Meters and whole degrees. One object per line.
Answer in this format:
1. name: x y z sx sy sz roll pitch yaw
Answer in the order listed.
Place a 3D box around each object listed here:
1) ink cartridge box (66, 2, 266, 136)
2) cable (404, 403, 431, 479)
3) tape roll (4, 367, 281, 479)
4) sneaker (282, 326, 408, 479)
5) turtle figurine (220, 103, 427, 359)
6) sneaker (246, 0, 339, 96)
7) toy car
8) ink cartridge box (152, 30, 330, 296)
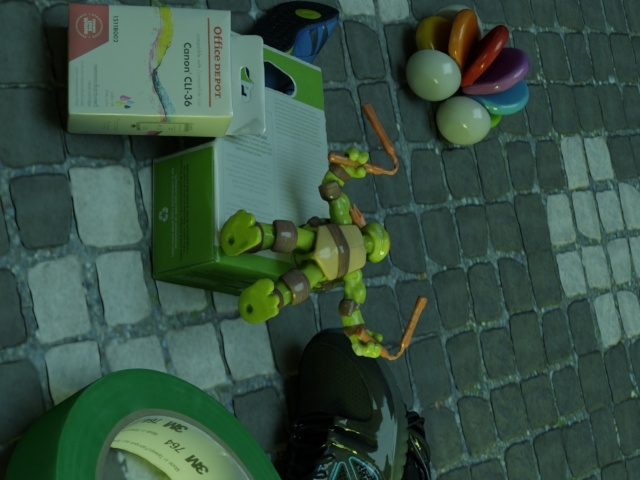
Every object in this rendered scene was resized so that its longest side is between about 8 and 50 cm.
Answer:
1. ink cartridge box: -0.148 -0.166 1.404 0.198 0.067 0.115 0 76 -12
2. cable: 0.092 0.280 1.679 0.184 0.047 0.150 -51 120 -47
3. tape roll: -0.139 0.275 1.290 0.321 0.077 0.321 39 34 -33
4. sneaker: 0.011 0.257 1.523 0.140 0.125 0.340 12 70 -48
5. turtle figurine: 0.000 0.000 1.457 0.217 0.087 0.269 -10 96 -44
6. sneaker: -0.038 -0.218 1.661 0.209 0.069 0.082 -51 153 -55
7. toy car: 0.210 -0.229 1.904 0.182 0.136 0.159 53 43 -28
8. ink cartridge box: -0.081 -0.077 1.528 0.189 0.097 0.255 15 67 -48
